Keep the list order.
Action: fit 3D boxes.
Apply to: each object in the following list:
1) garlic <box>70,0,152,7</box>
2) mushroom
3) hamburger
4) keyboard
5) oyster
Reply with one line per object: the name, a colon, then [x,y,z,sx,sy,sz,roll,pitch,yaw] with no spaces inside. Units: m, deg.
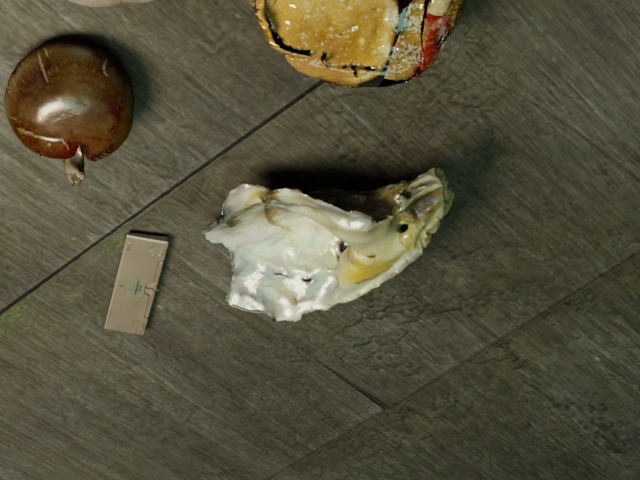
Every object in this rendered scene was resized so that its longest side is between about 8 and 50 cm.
garlic: [-0.203,-0.283,1.321,0.218,0.212,0.219,-3,129,-3]
mushroom: [-0.264,-0.129,1.555,0.135,0.080,0.171,3,131,3]
hamburger: [0.035,-0.258,1.457,0.231,0.107,0.231,-2,137,-2]
keyboard: [-0.222,0.052,1.783,0.055,0.017,0.166,10,132,-12]
oyster: [-0.001,-0.009,1.701,0.271,0.100,0.275,5,146,-10]
